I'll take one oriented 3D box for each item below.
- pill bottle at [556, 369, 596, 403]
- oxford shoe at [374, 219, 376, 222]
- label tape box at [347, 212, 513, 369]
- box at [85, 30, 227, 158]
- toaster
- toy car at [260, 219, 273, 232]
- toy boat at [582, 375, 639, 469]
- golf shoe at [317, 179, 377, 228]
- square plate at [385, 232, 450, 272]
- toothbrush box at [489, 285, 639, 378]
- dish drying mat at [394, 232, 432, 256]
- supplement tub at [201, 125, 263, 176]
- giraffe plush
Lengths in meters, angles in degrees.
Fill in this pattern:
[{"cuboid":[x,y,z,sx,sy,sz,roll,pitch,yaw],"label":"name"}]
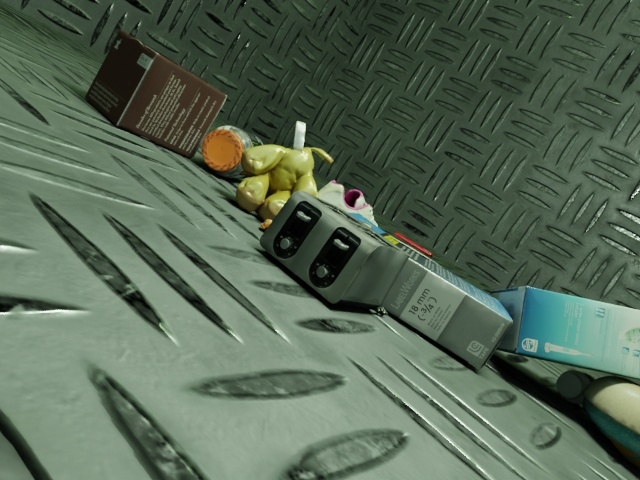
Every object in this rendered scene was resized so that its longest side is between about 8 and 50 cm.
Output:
[{"cuboid":[0.531,0.304,1.174,0.120,0.067,0.067,23,12,-49],"label":"pill bottle"},{"cuboid":[0.130,-0.040,1.763,0.212,0.076,0.076,-119,-169,-54],"label":"oxford shoe"},{"cuboid":[0.169,0.078,1.048,0.334,0.106,0.240,32,8,9],"label":"label tape box"},{"cuboid":[-0.352,-0.311,1.224,0.168,0.167,0.203,39,11,36],"label":"box"},{"cuboid":[0.030,0.021,0.863,0.168,0.110,0.186,37,10,30],"label":"toaster"},{"cuboid":[-0.067,-0.027,1.036,0.060,0.040,0.122,33,9,6],"label":"toy car"},{"cuboid":[0.614,0.362,0.967,0.318,0.148,0.267,25,3,5],"label":"toy boat"},{"cuboid":[0.090,-0.030,1.294,0.306,0.140,0.115,26,8,-41],"label":"golf shoe"},{"cuboid":[0.324,0.087,1.766,0.347,0.049,0.344,32,8,3],"label":"square plate"},{"cuboid":[0.492,0.181,1.093,0.296,0.126,0.216,13,-8,2],"label":"toothbrush box"},{"cuboid":[0.186,0.008,1.127,0.083,0.008,0.032,34,9,19],"label":"dish drying mat"},{"cuboid":[-0.203,-0.204,1.323,0.117,0.117,0.190,32,7,4],"label":"supplement tub"},{"cuboid":[-0.088,-0.118,1.158,0.181,0.210,0.170,27,-20,-11],"label":"giraffe plush"}]
